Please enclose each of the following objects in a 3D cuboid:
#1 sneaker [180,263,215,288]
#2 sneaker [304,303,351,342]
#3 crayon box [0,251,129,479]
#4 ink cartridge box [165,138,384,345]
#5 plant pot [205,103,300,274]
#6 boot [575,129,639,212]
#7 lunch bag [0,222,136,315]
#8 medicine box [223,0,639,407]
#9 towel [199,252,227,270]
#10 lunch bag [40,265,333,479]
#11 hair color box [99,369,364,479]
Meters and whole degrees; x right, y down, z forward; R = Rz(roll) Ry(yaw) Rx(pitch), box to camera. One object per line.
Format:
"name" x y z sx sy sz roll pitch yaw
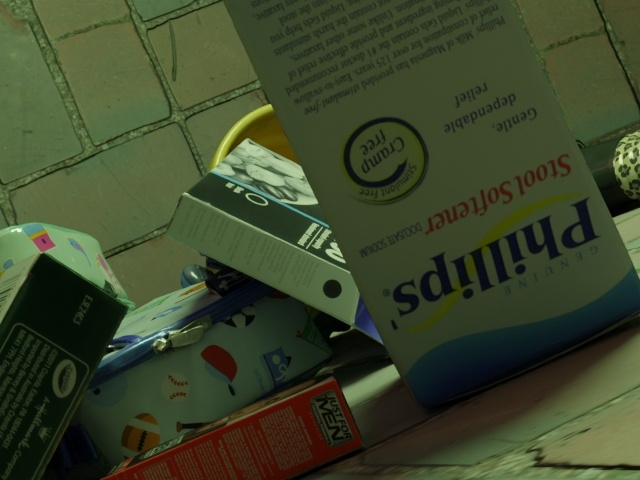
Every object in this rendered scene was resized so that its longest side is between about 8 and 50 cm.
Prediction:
"sneaker" -0.087 0.082 1.622 0.059 0.144 0.053 -33 30 10
"sneaker" -0.034 0.077 1.805 0.123 0.109 0.295 1 -12 -25
"crayon box" -0.278 0.138 1.341 0.323 0.083 0.203 -20 40 58
"ink cartridge box" 0.000 0.000 1.441 0.045 0.208 0.206 -63 -3 18
"plant pot" -0.037 -0.008 2.200 0.254 0.254 0.239 -24 -14 -26
"boot" 0.298 -0.071 1.905 0.179 0.085 0.236 -20 9 30
"lunch bag" -0.306 0.099 1.641 0.279 0.108 0.224 -35 -17 10
"medicine box" 0.063 -0.065 1.126 0.149 0.289 0.263 -26 1 2
"towel" 0.074 -0.009 1.683 0.243 0.040 0.336 16 24 29
"lunch bag" -0.148 0.118 1.464 0.243 0.115 0.303 -27 2 -35
"hair color box" -0.049 0.121 1.010 0.141 0.043 0.072 -23 0 -1
